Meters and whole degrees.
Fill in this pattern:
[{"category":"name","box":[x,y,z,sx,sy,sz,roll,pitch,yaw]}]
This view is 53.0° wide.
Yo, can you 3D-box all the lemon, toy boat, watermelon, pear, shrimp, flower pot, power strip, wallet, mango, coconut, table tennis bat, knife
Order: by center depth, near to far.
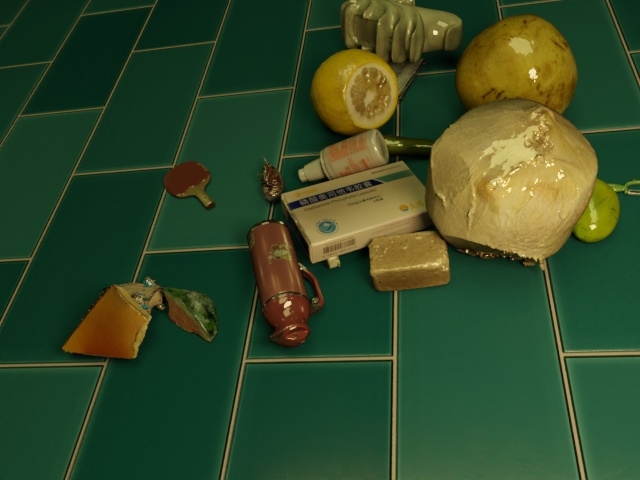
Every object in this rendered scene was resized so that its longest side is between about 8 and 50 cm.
[{"category":"coconut","box":[0.401,-0.135,1.373,0.346,0.360,0.346,0,45,0]},{"category":"mango","box":[0.623,-0.069,1.465,0.117,0.089,0.163,-2,60,1]},{"category":"watermelon","box":[-0.289,0.172,1.503,0.101,0.080,0.155,-10,32,-45]},{"category":"knife","box":[0.693,-0.134,1.544,0.212,0.015,0.054,4,50,17]},{"category":"toy boat","box":[-0.468,0.133,1.572,0.210,0.066,0.084,2,37,29]},{"category":"power strip","box":[0.000,0.000,1.577,0.030,0.047,0.191,-22,48,-10]},{"category":"pear","box":[0.513,-0.415,1.666,0.304,0.304,0.304,-7,48,8]},{"category":"shrimp","box":[-0.139,-0.171,1.757,0.065,0.056,0.165,-25,45,0]},{"category":"lemon","box":[0.081,-0.414,1.799,0.240,0.240,0.219,-38,31,-19]},{"category":"table tennis bat","box":[-0.363,-0.157,1.826,0.131,0.022,0.234,-33,49,-16]},{"category":"wallet","box":[0.207,-0.504,1.977,0.167,0.036,0.222,16,54,27]},{"category":"flower pot","box":[0.240,-0.660,1.991,0.254,0.164,0.367,-20,39,-24]}]

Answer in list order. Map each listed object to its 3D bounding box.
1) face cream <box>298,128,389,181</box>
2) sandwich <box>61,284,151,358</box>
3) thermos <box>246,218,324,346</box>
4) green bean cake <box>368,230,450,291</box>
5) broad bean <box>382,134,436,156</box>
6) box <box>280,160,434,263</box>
[{"category":"face cream","box":[0.050,-0.209,1.700,0.252,0.101,0.101,-18,45,24]},{"category":"sandwich","box":[-0.479,0.224,1.475,0.162,0.058,0.193,40,91,19]},{"category":"thermos","box":[-0.082,0.108,1.475,0.109,0.136,0.330,-40,43,23]},{"category":"green bean cake","box":[0.201,0.047,1.461,0.179,0.085,0.109,-7,47,10]},{"category":"broad bean","box":[0.255,-0.249,1.720,0.325,0.067,0.075,6,35,14]},{"category":"box","box":[0.096,-0.076,1.569,0.343,0.065,0.200,-17,47,-16]}]
